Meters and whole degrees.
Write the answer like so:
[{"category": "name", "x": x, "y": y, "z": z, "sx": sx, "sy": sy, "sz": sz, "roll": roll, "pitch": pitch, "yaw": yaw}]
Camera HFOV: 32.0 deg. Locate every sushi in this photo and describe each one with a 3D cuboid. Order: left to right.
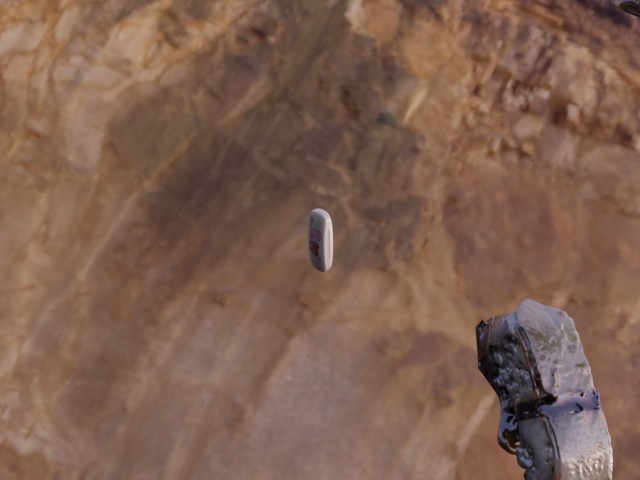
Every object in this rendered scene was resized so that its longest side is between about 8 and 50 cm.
[{"category": "sushi", "x": 0.270, "y": 0.195, "z": 1.284, "sx": 0.134, "sy": 0.273, "sz": 0.109, "roll": 12, "pitch": -40, "yaw": -17}]

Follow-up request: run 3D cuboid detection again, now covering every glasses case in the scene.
[{"category": "glasses case", "x": 0.000, "y": 0.000, "z": 1.403, "sx": 0.032, "sy": 0.021, "sz": 0.083, "roll": 26, "pitch": -54, "yaw": 42}]

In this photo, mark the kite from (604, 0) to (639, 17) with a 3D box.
[{"category": "kite", "x": 0.467, "y": -0.228, "z": 1.150, "sx": 0.368, "sy": 0.014, "sz": 0.406, "roll": 31, "pitch": -11, "yaw": -35}]
